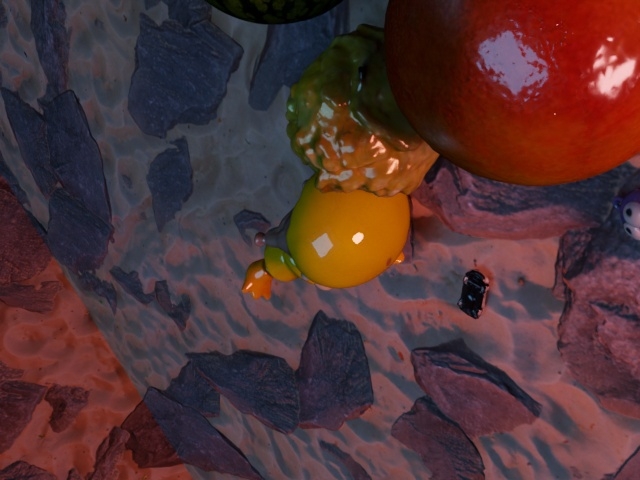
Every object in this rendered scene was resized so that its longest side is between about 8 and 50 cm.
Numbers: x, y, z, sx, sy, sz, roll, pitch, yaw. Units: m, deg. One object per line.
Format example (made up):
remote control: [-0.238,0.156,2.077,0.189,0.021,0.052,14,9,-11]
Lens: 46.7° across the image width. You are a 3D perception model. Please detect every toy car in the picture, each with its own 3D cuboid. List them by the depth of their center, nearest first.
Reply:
toy car: [0.237,0.080,1.134,0.041,0.025,0.093,33,138,29]

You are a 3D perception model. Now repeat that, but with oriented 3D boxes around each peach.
peach: [0.212,-0.206,0.772,0.332,0.307,0.308,18,126,48]

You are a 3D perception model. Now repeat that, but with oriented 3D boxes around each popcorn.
popcorn: [0.079,-0.177,0.997,0.266,0.192,0.233,-18,81,9]

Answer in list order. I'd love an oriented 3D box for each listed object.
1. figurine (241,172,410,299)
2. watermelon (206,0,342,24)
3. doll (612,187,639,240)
figurine: [0.000,0.000,1.200,0.187,0.215,0.343,39,144,-15]
watermelon: [-0.062,-0.422,0.950,0.285,0.285,0.285,27,132,36]
doll: [0.416,-0.009,0.832,0.206,0.067,0.110,33,146,47]
